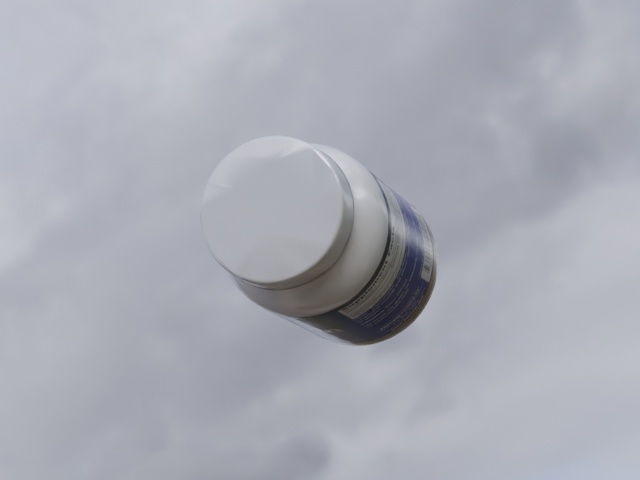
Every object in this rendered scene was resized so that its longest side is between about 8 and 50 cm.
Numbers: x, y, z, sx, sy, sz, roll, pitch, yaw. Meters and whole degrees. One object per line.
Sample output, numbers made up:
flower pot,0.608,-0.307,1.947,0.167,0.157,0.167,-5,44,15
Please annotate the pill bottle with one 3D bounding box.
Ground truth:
pill bottle,0.000,0.000,1.668,0.153,0.153,0.265,-29,-19,11
